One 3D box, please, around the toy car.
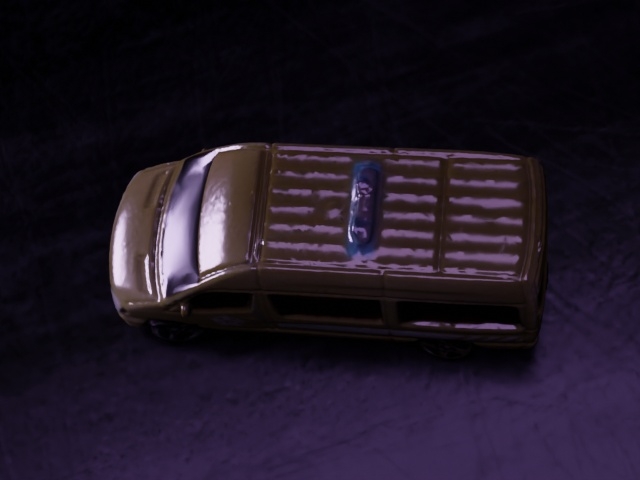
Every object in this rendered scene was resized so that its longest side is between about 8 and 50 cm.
[{"bbox_3d":[0.000,0.000,0.726,0.257,0.124,0.101,3,70,8],"label":"toy car"}]
